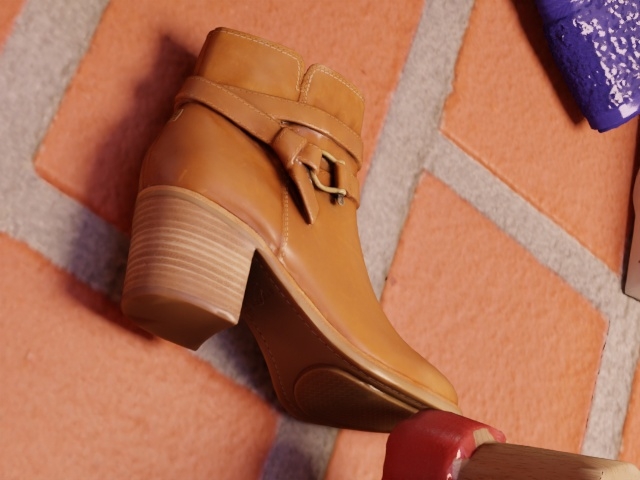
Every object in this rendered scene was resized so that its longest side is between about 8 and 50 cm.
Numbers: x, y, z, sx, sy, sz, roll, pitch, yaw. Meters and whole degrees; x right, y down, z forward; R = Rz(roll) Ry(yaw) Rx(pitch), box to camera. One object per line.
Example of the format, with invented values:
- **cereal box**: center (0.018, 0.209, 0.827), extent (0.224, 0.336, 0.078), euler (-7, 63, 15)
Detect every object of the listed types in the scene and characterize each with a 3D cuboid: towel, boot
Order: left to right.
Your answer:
- **boot**: center (0.000, 0.000, 0.941), extent (0.283, 0.109, 0.220), euler (27, 57, -24)
- **towel**: center (0.259, -0.278, 1.214), extent (0.228, 0.076, 0.308), euler (-32, 102, -17)

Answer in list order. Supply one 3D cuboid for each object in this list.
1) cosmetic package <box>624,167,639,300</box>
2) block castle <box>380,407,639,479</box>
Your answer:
- **cosmetic package**: center (0.472, 0.014, 1.291), extent (0.385, 0.156, 0.217), euler (27, 63, -33)
- **block castle**: center (0.051, 0.349, 0.802), extent (0.453, 0.213, 0.303), euler (-52, 124, -30)
